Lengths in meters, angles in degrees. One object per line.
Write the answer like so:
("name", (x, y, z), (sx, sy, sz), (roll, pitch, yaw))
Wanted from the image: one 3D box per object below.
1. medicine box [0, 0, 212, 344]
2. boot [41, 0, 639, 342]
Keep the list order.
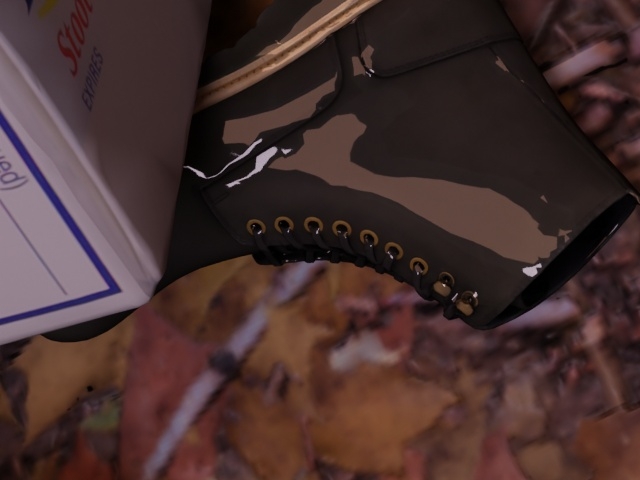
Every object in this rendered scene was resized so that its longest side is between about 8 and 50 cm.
("medicine box", (-0.194, -0.082, 0.637), (0.289, 0.149, 0.263), (-14, 40, 17))
("boot", (0.000, 0.000, 0.647), (0.198, 0.077, 0.137), (-41, 72, 9))
